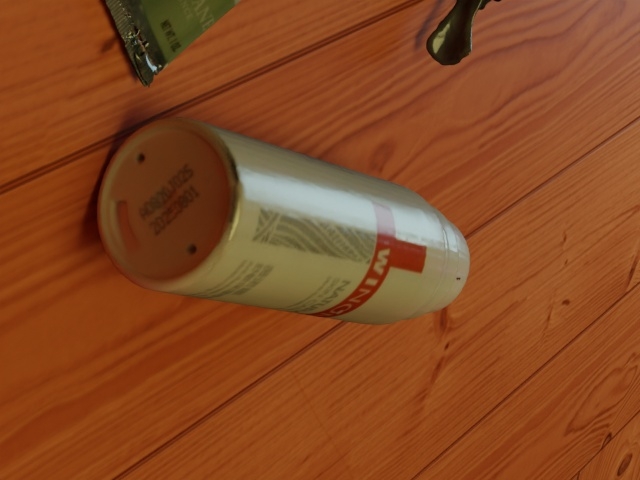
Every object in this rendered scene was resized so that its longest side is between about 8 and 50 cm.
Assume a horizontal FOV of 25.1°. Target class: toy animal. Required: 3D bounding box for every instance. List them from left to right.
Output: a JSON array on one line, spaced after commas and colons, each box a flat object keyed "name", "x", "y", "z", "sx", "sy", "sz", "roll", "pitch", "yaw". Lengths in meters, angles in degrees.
[{"name": "toy animal", "x": 0.127, "y": -0.227, "z": 1.007, "sx": 0.202, "sy": 0.070, "sz": 0.105, "roll": -62, "pitch": 161, "yaw": -18}]

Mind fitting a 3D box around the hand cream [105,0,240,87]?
[{"name": "hand cream", "x": -0.025, "y": -0.185, "z": 0.791, "sx": 0.235, "sy": 0.055, "sz": 0.086, "roll": -44, "pitch": 143, "yaw": -20}]

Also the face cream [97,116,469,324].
[{"name": "face cream", "x": 0.000, "y": 0.000, "z": 0.918, "sx": 0.345, "sy": 0.102, "sz": 0.102, "roll": 13, "pitch": 101, "yaw": -59}]
